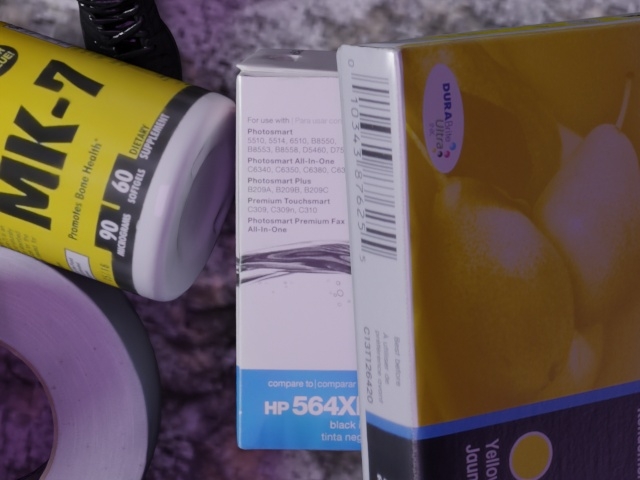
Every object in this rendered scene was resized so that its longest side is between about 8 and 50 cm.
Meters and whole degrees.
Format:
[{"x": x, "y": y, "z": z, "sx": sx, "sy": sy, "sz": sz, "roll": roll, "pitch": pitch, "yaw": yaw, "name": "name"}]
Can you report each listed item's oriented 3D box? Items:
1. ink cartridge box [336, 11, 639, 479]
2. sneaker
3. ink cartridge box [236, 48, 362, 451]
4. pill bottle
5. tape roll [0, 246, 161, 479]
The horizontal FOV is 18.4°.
[{"x": 0.159, "y": 0.031, "z": 1.055, "sx": 0.307, "sy": 0.072, "sz": 0.303, "roll": -10, "pitch": 102, "yaw": -27, "name": "ink cartridge box"}, {"x": -0.122, "y": -0.144, "z": 1.097, "sx": 0.051, "sy": 0.089, "sz": 0.170, "roll": -17, "pitch": 99, "yaw": 4, "name": "sneaker"}, {"x": 0.000, "y": 0.000, "z": 1.088, "sx": 0.086, "sy": 0.148, "sz": 0.203, "roll": 2, "pitch": 100, "yaw": 3, "name": "ink cartridge box"}, {"x": -0.158, "y": -0.053, "z": 1.087, "sx": 0.208, "sy": 0.119, "sz": 0.119, "roll": 19, "pitch": 100, "yaw": 12, "name": "pill bottle"}, {"x": -0.205, "y": 0.100, "z": 1.151, "sx": 0.219, "sy": 0.072, "sz": 0.219, "roll": 0, "pitch": 100, "yaw": 1, "name": "tape roll"}]
